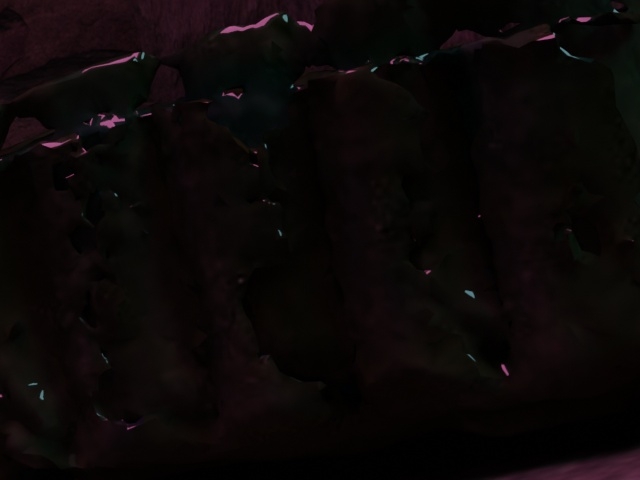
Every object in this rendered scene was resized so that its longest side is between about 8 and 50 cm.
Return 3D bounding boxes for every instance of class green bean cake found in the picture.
[{"bbox_3d":[0.000,0.000,0.624,0.255,0.132,0.241,-14,2,9],"label":"green bean cake"}]
